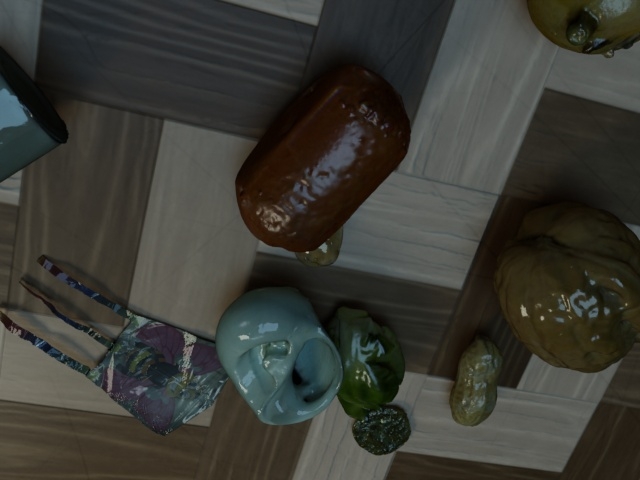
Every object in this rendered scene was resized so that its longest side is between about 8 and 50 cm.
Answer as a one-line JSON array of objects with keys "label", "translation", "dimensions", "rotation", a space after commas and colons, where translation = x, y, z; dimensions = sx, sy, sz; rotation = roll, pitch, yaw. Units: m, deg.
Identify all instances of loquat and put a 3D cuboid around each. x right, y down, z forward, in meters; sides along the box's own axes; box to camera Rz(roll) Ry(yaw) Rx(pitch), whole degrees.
[{"label": "loquat", "translation": [0.336, -0.301, 0.883], "dimensions": [0.172, 0.204, 0.149], "rotation": [20, 149, 13]}]

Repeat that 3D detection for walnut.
[{"label": "walnut", "translation": [0.374, 0.072, 1.050], "dimensions": [0.257, 0.257, 0.224], "rotation": [40, 73, -23]}]

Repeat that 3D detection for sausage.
[{"label": "sausage", "translation": [0.000, -0.101, 0.942], "dimensions": [0.141, 0.153, 0.268], "rotation": [37, 107, -23]}]

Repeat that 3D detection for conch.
[{"label": "conch", "translation": [-0.057, 0.166, 1.075], "dimensions": [0.184, 0.121, 0.221], "rotation": [1, 119, 23]}]

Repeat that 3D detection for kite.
[{"label": "kite", "translation": [-0.306, 0.170, 1.107], "dimensions": [0.360, 0.022, 0.204], "rotation": [36, 106, -23]}]

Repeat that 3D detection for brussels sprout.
[{"label": "brussels sprout", "translation": [0.058, 0.192, 1.134], "dimensions": [0.139, 0.100, 0.181], "rotation": [-4, 129, 15]}]

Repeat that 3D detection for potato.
[{"label": "potato", "translation": [0.000, 0.000, 1.050], "dimensions": [0.068, 0.062, 0.083], "rotation": [19, 91, -33]}]

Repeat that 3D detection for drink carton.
[{"label": "drink carton", "translation": [-0.426, -0.132, 0.860], "dimensions": [0.189, 0.191, 0.185], "rotation": [-37, 113, -1]}]

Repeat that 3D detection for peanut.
[{"label": "peanut", "translation": [0.256, 0.233, 1.187], "dimensions": [0.080, 0.080, 0.175], "rotation": [1, 117, -9]}]

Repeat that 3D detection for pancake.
[{"label": "pancake", "translation": [0.105, 0.327, 1.246], "dimensions": [0.108, 0.017, 0.108], "rotation": [-3, 119, -5]}]
